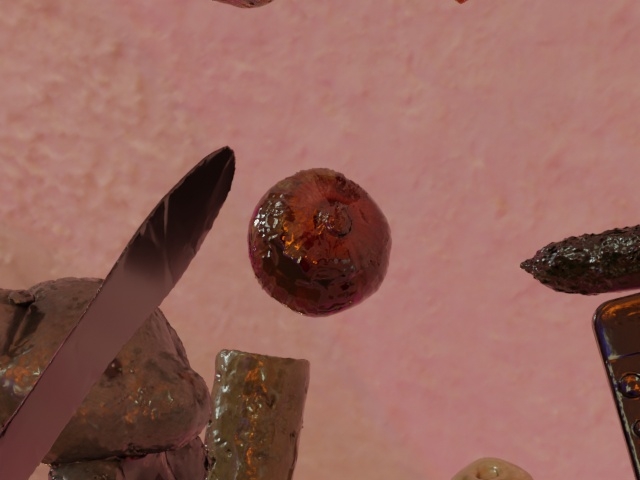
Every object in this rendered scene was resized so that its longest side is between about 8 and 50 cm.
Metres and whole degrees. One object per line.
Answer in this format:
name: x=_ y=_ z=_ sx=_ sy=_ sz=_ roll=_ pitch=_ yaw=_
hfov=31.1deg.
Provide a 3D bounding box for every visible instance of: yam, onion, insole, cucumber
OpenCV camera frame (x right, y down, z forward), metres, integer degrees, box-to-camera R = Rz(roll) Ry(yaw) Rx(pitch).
yam: x=-0.073 y=0.215 z=1.226 sx=0.107 sy=0.107 sz=0.194 roll=-4 pitch=76 yaw=53
onion: x=0.000 y=0.000 z=1.889 sx=0.246 sy=0.246 sz=0.190 roll=49 pitch=157 yaw=3
insole: x=-0.066 y=0.024 z=0.371 sx=0.002 sy=0.152 sz=0.053 roll=24 pitch=150 yaw=14
cucumber: x=0.331 y=0.011 z=1.119 sx=0.300 sy=0.072 sz=0.072 roll=-14 pitch=112 yaw=38

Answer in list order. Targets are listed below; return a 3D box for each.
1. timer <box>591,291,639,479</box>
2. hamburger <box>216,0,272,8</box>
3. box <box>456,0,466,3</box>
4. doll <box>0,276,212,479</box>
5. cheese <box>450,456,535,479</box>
timer: x=0.312 y=0.126 z=0.936 sx=0.055 sy=0.144 sz=0.187 roll=30 pitch=-135 yaw=-78
hamburger: x=-0.129 y=-0.380 z=1.474 sx=0.231 sy=0.106 sz=0.231 roll=19 pitch=178 yaw=1
box: x=0.265 y=-0.628 z=1.930 sx=0.318 sy=0.257 sz=0.349 roll=41 pitch=160 yaw=-14
doll: x=-0.128 y=0.176 z=0.879 sx=0.158 sy=0.246 sz=0.340 roll=-28 pitch=86 yaw=19
cheese: x=0.252 y=0.420 z=1.588 sx=0.218 sy=0.117 sz=0.235 roll=101 pitch=149 yaw=-56
